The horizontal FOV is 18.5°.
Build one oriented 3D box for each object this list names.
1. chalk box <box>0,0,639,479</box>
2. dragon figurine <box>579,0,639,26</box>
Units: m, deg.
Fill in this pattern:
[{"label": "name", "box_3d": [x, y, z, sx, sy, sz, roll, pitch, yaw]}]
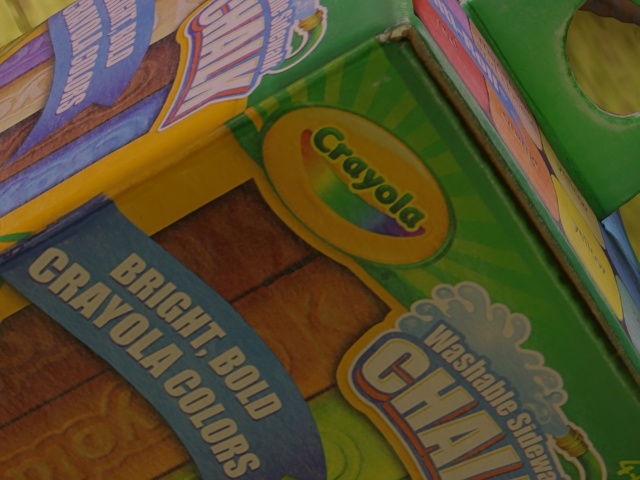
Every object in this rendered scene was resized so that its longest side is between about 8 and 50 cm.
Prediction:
[{"label": "chalk box", "box_3d": [0.000, 0.000, 0.465, 0.213, 0.132, 0.132, -29, 116, 15]}, {"label": "dragon figurine", "box_3d": [0.113, -0.134, 0.550, 0.144, 0.085, 0.289, 37, 86, 12]}]
